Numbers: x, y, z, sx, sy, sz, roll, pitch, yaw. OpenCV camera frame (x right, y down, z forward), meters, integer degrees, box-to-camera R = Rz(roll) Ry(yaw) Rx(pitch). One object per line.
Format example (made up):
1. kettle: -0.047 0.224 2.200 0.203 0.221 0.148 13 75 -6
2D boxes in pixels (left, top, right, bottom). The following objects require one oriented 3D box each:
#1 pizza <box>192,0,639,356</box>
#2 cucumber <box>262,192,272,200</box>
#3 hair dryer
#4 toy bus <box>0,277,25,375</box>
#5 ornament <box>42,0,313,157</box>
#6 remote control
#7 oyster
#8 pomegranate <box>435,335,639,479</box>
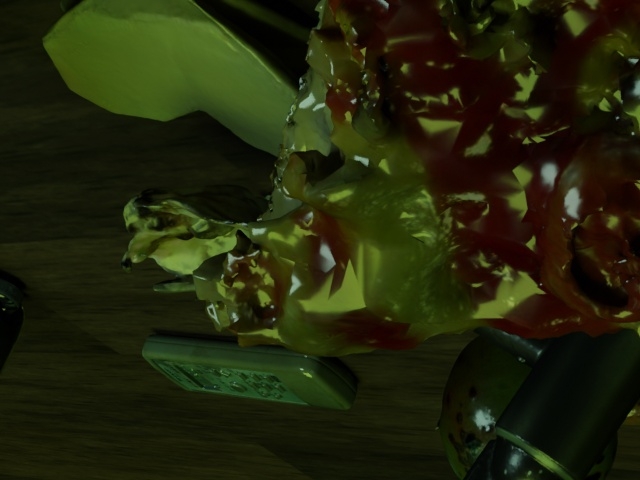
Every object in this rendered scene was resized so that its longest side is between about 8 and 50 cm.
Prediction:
1. pizza: 0.101 -0.022 0.746 0.440 0.130 0.406 35 125 -28
2. cucumber: 0.000 0.000 1.138 0.067 0.035 0.107 -9 146 46
3. hair dryer: 0.117 0.080 1.078 0.248 0.196 0.078 33 171 26
4. toy bus: -0.452 0.043 1.454 0.151 0.145 0.331 5 150 33
5. ornament: -0.088 -0.127 0.900 0.201 0.059 0.180 14 156 17
6. remote control: -0.075 0.137 1.496 0.233 0.038 0.098 3 151 35
7. oyster: 0.030 -0.018 0.967 0.354 0.107 0.201 4 166 11
8. pomegranate: 0.194 0.141 1.165 0.205 0.159 0.159 -15 147 12
